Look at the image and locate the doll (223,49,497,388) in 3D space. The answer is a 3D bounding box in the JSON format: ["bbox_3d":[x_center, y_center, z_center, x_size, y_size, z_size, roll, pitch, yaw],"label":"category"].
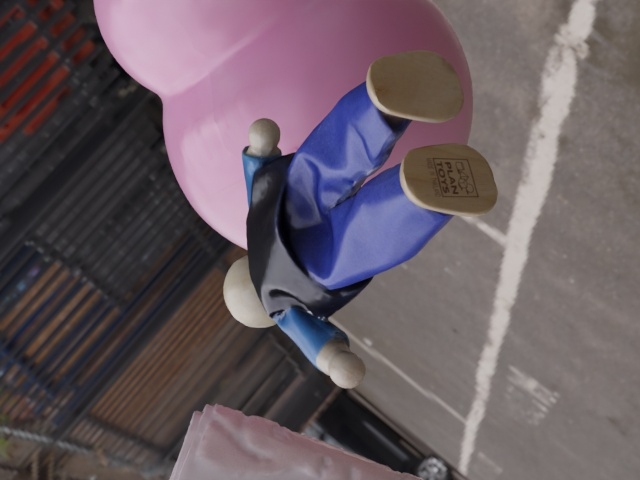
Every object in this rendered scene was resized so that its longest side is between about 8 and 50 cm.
[{"bbox_3d":[0.000,0.000,0.423,0.189,0.046,0.129,-39,65,56],"label":"doll"}]

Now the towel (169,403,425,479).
[{"bbox_3d":[0.030,0.296,0.572,0.331,0.317,0.053,21,159,-4],"label":"towel"}]

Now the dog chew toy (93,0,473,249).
[{"bbox_3d":[-0.047,-0.150,0.628,0.332,0.206,0.206,55,168,-13],"label":"dog chew toy"}]
